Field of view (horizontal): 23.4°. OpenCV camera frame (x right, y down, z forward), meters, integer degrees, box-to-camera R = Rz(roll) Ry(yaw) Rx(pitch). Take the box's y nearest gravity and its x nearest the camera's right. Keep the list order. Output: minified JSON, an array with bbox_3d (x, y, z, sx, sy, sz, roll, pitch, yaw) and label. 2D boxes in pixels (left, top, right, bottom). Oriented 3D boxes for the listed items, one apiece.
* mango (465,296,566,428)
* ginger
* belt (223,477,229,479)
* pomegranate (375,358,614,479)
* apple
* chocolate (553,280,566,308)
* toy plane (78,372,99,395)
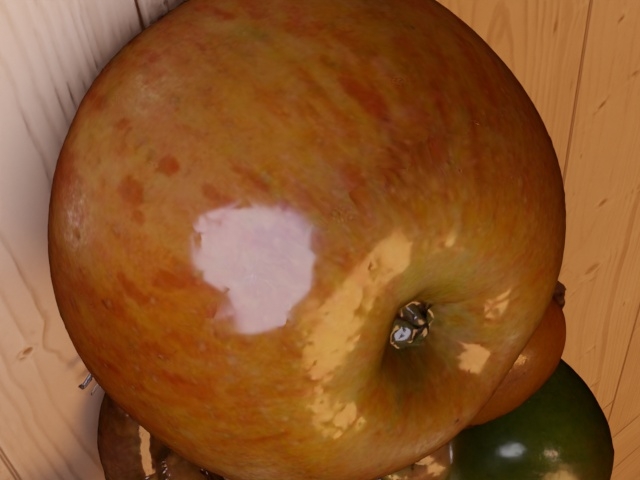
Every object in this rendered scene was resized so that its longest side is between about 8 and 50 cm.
[{"bbox_3d":[0.134,0.124,1.760,0.317,0.173,0.211,-23,130,-21],"label":"mango"},{"bbox_3d":[-0.118,0.267,1.481,0.107,0.309,0.133,-37,176,2],"label":"ginger"},{"bbox_3d":[-0.063,0.215,1.632,0.184,0.164,0.289,8,130,-29],"label":"belt"},{"bbox_3d":[0.203,0.228,1.937,0.359,0.310,0.216,9,108,-38],"label":"pomegranate"},{"bbox_3d":[0.000,0.000,1.154,0.400,0.333,0.400,-36,156,-19],"label":"apple"},{"bbox_3d":[0.298,0.175,2.241,0.102,0.065,0.329,-32,152,-24],"label":"chocolate"},{"bbox_3d":[-0.188,0.104,1.400,0.078,0.031,0.083,-42,164,-47],"label":"toy plane"}]
